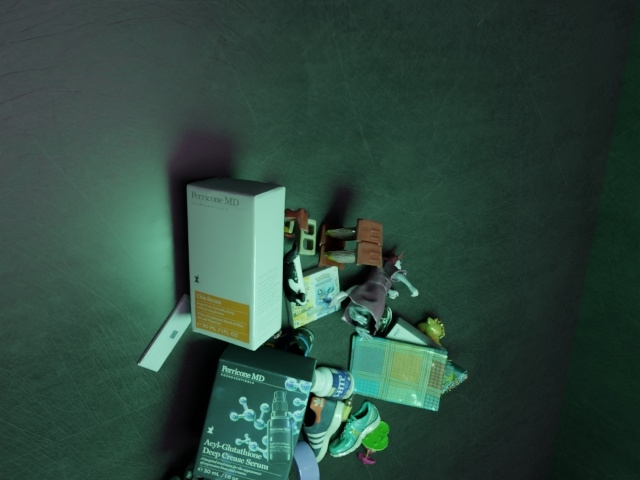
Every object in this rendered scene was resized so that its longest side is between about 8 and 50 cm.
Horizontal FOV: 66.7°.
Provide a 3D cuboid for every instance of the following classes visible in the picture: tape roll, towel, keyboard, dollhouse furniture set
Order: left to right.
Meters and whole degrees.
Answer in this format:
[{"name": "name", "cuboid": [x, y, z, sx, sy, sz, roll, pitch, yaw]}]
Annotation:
[{"name": "keyboard", "cuboid": [-0.462, 0.286, 1.500, 0.072, 0.014, 0.255, 37, 86, -43]}, {"name": "tape roll", "cuboid": [-0.088, 0.871, 1.858, 0.080, 0.189, 0.188, -5, 110, -32]}, {"name": "dollhouse furniture set", "cuboid": [0.000, 0.000, 1.559, 0.375, 0.201, 0.152, 9, 80, -37]}, {"name": "towel", "cuboid": [0.294, 0.520, 1.917, 0.040, 0.371, 0.271, -45, 141, -68]}]

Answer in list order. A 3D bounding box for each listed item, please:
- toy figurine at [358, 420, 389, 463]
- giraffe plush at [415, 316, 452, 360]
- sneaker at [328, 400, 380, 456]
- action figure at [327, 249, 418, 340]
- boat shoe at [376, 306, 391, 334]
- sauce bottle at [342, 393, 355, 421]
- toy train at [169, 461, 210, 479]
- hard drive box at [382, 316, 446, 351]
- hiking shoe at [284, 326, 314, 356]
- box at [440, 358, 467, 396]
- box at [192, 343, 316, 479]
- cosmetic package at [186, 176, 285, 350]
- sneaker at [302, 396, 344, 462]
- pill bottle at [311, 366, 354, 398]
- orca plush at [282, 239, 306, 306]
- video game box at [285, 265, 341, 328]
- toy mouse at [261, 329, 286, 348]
[{"name": "toy figurine", "cuboid": [0.227, 0.911, 2.157, 0.173, 0.130, 0.159, -29, 139, -51]}, {"name": "giraffe plush", "cuboid": [0.464, 0.418, 2.088, 0.181, 0.211, 0.170, 61, 36, -72]}, {"name": "sneaker", "cuboid": [0.130, 0.790, 2.046, 0.275, 0.107, 0.109, -37, 113, -28]}, {"name": "action figure", "cuboid": [0.199, 0.173, 1.819, 0.276, 0.248, 0.370, 30, 60, -4]}, {"name": "boat shoe", "cuboid": [0.255, 0.329, 1.980, 0.038, 0.046, 0.125, -5, 118, -38]}, {"name": "sauce bottle", "cuboid": [0.111, 0.686, 2.016, 0.042, 0.042, 0.128, 20, 98, -37]}, {"name": "toy train", "cuboid": [-0.437, 0.870, 1.582, 0.334, 0.190, 0.142, -41, 129, 13]}, {"name": "hard drive box", "cuboid": [0.357, 0.452, 1.957, 0.181, 0.232, 0.089, -58, 172, 18]}, {"name": "hiking shoe", "cuboid": [-0.103, 0.461, 1.717, 0.132, 0.113, 0.303, -19, 116, -74]}, {"name": "box", "cuboid": [0.494, 0.564, 2.109, 0.159, 0.233, 0.044, -25, 119, -24]}, {"name": "box", "cuboid": [-0.203, 0.558, 1.558, 0.294, 0.212, 0.394, 14, 97, 2]}, {"name": "cosmetic package", "cuboid": [-0.241, 0.060, 1.399, 0.161, 0.230, 0.452, -32, 128, -60]}, {"name": "sneaker", "cuboid": [-0.025, 0.731, 1.899, 0.148, 0.131, 0.349, 19, 120, 1]}, {"name": "pill bottle", "cuboid": [0.027, 0.544, 1.863, 0.187, 0.112, 0.111, 20, 95, -37]}, {"name": "orca plush", "cuboid": [-0.107, 0.124, 1.541, 0.102, 0.151, 0.287, -11, 154, -4]}, {"name": "video game box", "cuboid": [-0.025, 0.194, 1.738, 0.205, 0.048, 0.186, -20, 115, -27]}, {"name": "toy mouse", "cuboid": [-0.193, 0.323, 1.681, 0.161, 0.031, 0.142, -20, 118, -27]}]
